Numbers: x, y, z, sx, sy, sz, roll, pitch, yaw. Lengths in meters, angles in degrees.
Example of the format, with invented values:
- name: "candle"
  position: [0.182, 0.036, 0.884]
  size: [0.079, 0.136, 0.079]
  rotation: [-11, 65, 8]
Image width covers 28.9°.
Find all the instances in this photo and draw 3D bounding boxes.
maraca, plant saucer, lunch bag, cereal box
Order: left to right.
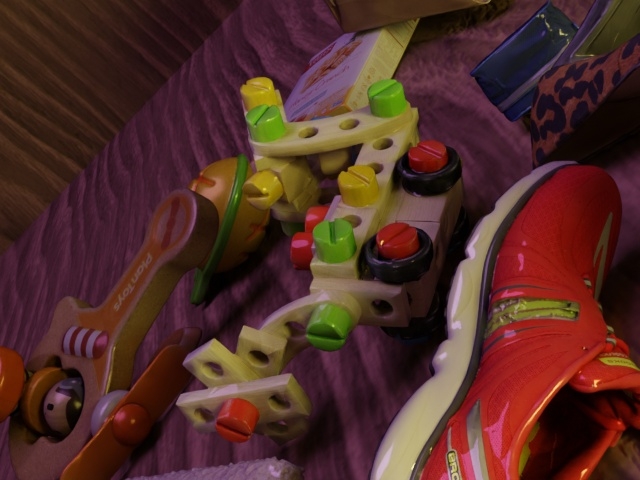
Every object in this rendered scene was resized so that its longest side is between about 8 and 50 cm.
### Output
- name: "plant saucer"
  position: [-0.162, 0.122, 1.333]
  size: [0.083, 0.015, 0.083]
  rotation: [-42, 18, 17]
- name: "maraca"
  position: [-0.114, -0.012, 1.382]
  size: [0.127, 0.099, 0.186]
  rotation: [-83, 14, -56]
- name: "cereal box"
  position: [0.019, -0.182, 1.501]
  size: [0.173, 0.047, 0.240]
  rotation: [-30, 25, 40]
- name: "lunch bag"
  position: [0.180, -0.147, 1.024]
  size: [0.098, 0.065, 0.067]
  rotation: [-41, 3, 25]

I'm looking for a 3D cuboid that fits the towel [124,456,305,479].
- name: "towel"
  position: [-0.132, 0.252, 0.931]
  size: [0.282, 0.049, 0.187]
  rotation: [-23, 30, 52]

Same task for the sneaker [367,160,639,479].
- name: "sneaker"
  position: [0.131, 0.069, 0.671]
  size: [0.118, 0.107, 0.279]
  rotation: [-5, 46, 39]

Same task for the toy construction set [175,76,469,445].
- name: "toy construction set"
  position: [0.000, 0.000, 0.956]
  size: [0.215, 0.151, 0.328]
  rotation: [1, 54, 20]

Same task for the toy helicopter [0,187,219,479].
- name: "toy helicopter"
  position: [-0.208, 0.108, 1.255]
  size: [0.355, 0.140, 0.235]
  rotation: [-56, 39, 11]

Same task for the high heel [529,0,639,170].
- name: "high heel"
  position: [0.227, -0.081, 0.801]
  size: [0.186, 0.093, 0.261]
  rotation: [-65, 25, 20]

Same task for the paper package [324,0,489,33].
- name: "paper package"
  position: [0.149, -0.416, 1.427]
  size: [0.325, 0.168, 0.309]
  rotation: [-50, 23, -20]
